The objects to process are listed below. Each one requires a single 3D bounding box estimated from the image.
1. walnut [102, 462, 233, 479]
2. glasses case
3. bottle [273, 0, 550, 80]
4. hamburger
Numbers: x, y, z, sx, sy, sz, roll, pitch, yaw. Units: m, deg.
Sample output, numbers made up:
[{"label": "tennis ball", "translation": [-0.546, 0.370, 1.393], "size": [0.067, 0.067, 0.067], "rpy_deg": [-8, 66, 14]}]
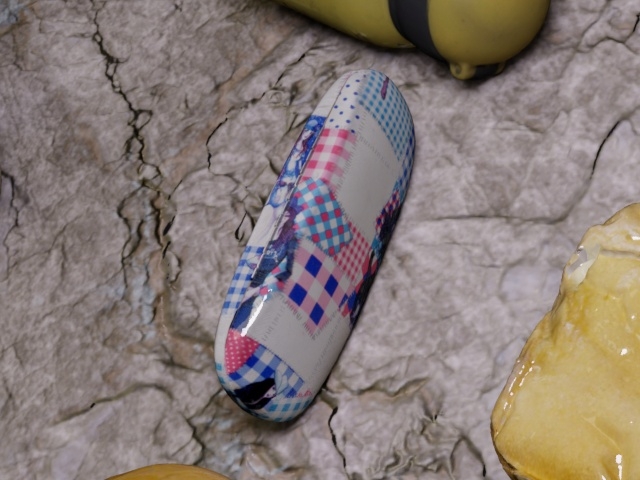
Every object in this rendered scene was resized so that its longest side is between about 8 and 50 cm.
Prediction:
[{"label": "walnut", "translation": [-0.128, 0.274, 1.306], "size": [0.221, 0.195, 0.195], "rpy_deg": [-30, 46, 18]}, {"label": "glasses case", "translation": [0.000, 0.000, 1.471], "size": [0.076, 0.125, 0.327], "rpy_deg": [7, 61, 33]}, {"label": "bottle", "translation": [0.066, -0.269, 1.611], "size": [0.351, 0.171, 0.171], "rpy_deg": [28, 74, 39]}, {"label": "hamburger", "translation": [0.270, 0.103, 1.224], "size": [0.259, 0.144, 0.283], "rpy_deg": [24, 75, 45]}]
